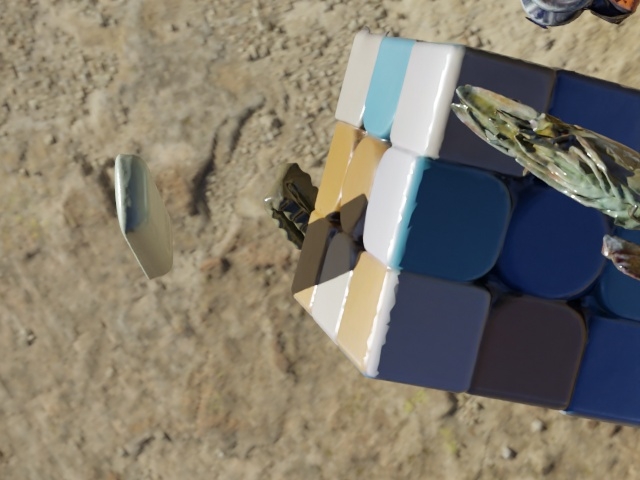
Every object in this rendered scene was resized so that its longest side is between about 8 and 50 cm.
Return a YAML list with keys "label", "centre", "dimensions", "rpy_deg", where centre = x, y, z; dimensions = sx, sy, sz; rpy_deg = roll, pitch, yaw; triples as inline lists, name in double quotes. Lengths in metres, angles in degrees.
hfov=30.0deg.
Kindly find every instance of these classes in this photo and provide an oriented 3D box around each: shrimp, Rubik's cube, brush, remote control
- label: "shrimp"
  centre: [0.217, -0.027, 0.887]
  dimensions: [0.296, 0.169, 0.058]
  rpy_deg: [27, 119, 10]
- label: "Rubik's cube"
  centre: [0.197, -0.025, 1.327]
  dimensions: [0.346, 0.347, 0.344]
  rpy_deg: [12, 99, -15]
- label: "brush"
  centre: [0.000, 0.000, 1.789]
  dimensions: [0.071, 0.084, 0.301]
  rpy_deg: [0, 145, 27]
- label: "remote control"
  centre: [-0.193, -0.020, 1.321]
  dimensions: [0.038, 0.309, 0.090]
  rpy_deg: [-3, 80, -3]

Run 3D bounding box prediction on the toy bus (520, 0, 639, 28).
- label: "toy bus"
  centre: [0.106, -0.284, 0.894]
  dimensions: [0.329, 0.143, 0.153]
  rpy_deg: [28, 100, 5]
